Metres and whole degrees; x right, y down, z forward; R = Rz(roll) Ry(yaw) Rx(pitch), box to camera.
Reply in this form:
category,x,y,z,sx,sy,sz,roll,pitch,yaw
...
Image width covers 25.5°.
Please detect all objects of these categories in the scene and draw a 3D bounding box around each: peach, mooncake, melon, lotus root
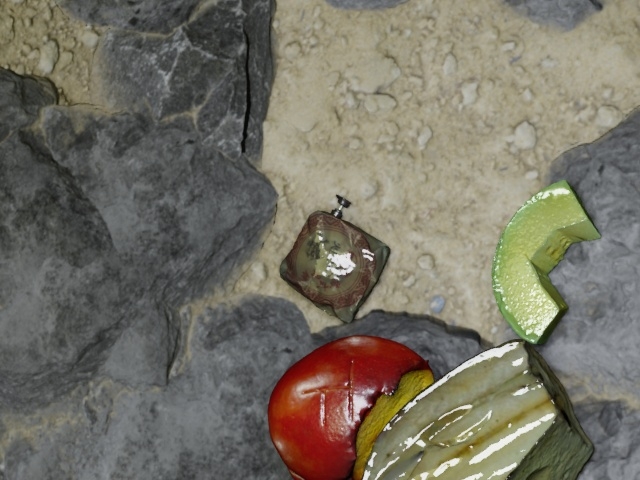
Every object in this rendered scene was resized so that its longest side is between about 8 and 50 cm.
category,x,y,z,sx,sy,sz,roll,pitch,yaw
peach,0.048,0.227,1.843,0.226,0.196,0.190,-20,109,15
mooncake,0.017,0.034,1.944,0.130,0.073,0.125,30,93,8
melon,0.292,0.026,1.848,0.118,0.064,0.209,29,89,27
lotus root,0.195,0.287,1.775,0.314,0.142,0.210,-38,57,-3

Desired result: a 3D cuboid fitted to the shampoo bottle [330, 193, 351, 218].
category,x,y,z,sx,sy,sz,roll,pitch,yaw
shampoo bottle,0.000,0.000,1.997,0.048,0.027,0.137,33,92,20
